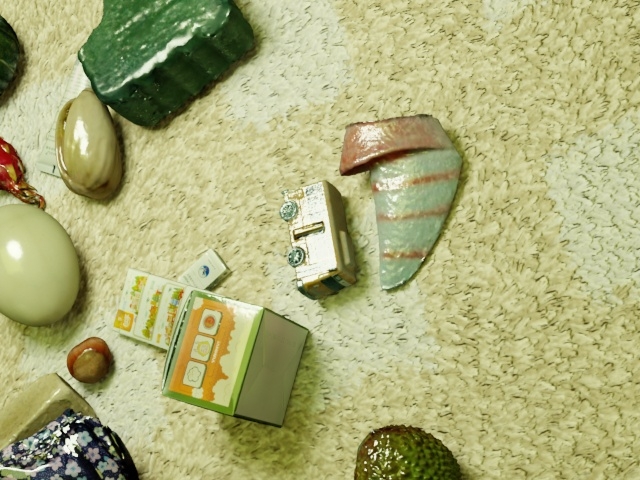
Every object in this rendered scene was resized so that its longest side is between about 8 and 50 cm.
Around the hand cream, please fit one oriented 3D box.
[{"bbox_3d":[-0.478,-0.259,2.089,0.095,0.059,0.276,17,86,21],"label":"hand cream"}]

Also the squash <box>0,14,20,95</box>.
[{"bbox_3d":[-0.705,-0.371,2.144,0.218,0.172,0.218,-33,44,39],"label":"squash"}]

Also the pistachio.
[{"bbox_3d":[-0.433,-0.180,2.004,0.129,0.131,0.206,-13,75,41],"label":"pistachio"}]

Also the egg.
[{"bbox_3d":[-0.536,0.046,1.947,0.186,0.186,0.242,-35,76,9],"label":"egg"}]

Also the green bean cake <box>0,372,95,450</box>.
[{"bbox_3d":[-0.496,0.326,1.869,0.179,0.109,0.085,-46,43,-10],"label":"green bean cake"}]

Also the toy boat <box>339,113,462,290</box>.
[{"bbox_3d":[0.138,-0.061,1.774,0.206,0.096,0.282,-5,82,6],"label":"toy boat"}]

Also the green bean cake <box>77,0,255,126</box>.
[{"bbox_3d":[-0.312,-0.407,2.001,0.300,0.169,0.308,-35,64,7],"label":"green bean cake"}]

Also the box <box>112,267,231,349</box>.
[{"bbox_3d":[-0.264,0.132,1.881,0.220,0.032,0.122,14,89,30],"label":"box"}]

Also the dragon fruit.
[{"bbox_3d":[-0.614,-0.124,2.086,0.094,0.094,0.190,-40,76,7],"label":"dragon fruit"}]

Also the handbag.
[{"bbox_3d":[-0.412,0.407,1.782,0.207,0.127,0.229,-32,92,-16],"label":"handbag"}]

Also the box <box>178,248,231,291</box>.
[{"bbox_3d":[-0.207,0.061,1.900,0.083,0.024,0.054,-42,62,7],"label":"box"}]

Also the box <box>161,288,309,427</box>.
[{"bbox_3d":[-0.138,0.194,1.738,0.148,0.195,0.178,11,80,24],"label":"box"}]

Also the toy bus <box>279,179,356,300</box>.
[{"bbox_3d":[0.000,0.000,1.799,0.103,0.091,0.182,-16,68,17],"label":"toy bus"}]

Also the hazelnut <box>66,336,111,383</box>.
[{"bbox_3d":[-0.415,0.214,1.914,0.086,0.086,0.086,-6,73,20],"label":"hazelnut"}]

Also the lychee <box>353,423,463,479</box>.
[{"bbox_3d":[0.131,0.358,1.608,0.171,0.171,0.171,-6,73,20],"label":"lychee"}]
